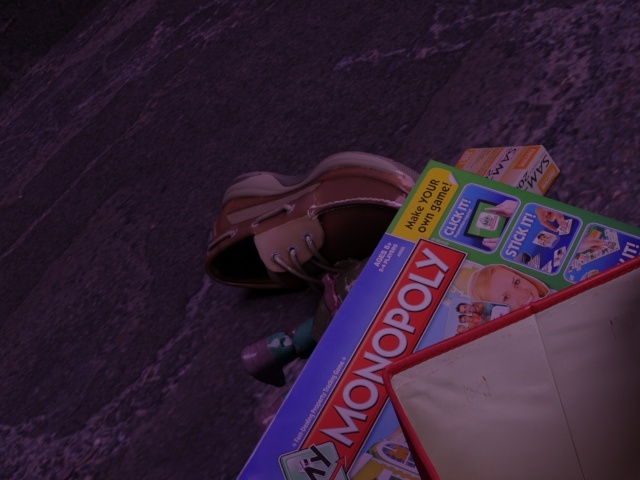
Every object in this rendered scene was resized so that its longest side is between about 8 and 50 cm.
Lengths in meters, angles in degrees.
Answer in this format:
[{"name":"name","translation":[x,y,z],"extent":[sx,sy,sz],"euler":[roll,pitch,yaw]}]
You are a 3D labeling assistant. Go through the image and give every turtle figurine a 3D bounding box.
[{"name":"turtle figurine","translation":[0.042,0.071,1.115],"extent":[0.234,0.118,0.175],"euler":[-36,27,19]}]

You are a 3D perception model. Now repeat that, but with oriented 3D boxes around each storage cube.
[{"name":"storage cube","translation":[0.165,0.150,0.698],"extent":[0.183,0.193,0.215],"euler":[-23,29,-3]}]

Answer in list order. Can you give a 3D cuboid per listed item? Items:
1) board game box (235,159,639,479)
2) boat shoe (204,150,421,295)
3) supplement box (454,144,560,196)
[{"name":"board game box","translation":[0.108,0.095,0.943],"extent":[0.213,0.046,0.317],"euler":[20,56,18]},{"name":"boat shoe","translation":[0.000,0.000,1.280],"extent":[0.324,0.123,0.116],"euler":[-9,46,55]},{"name":"supplement box","translation":[0.161,-0.053,1.231],"extent":[0.098,0.036,0.062],"euler":[1,48,51]}]
